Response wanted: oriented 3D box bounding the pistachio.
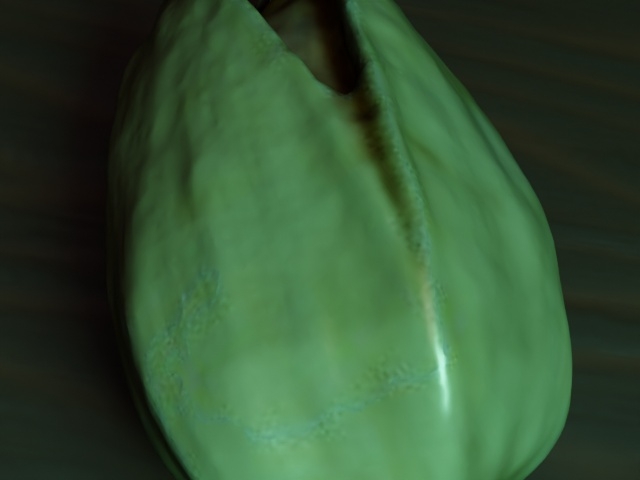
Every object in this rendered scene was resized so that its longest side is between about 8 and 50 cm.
[{"bbox_3d":[0.000,0.000,0.593,0.157,0.157,0.230,-10,58,-11],"label":"pistachio"}]
